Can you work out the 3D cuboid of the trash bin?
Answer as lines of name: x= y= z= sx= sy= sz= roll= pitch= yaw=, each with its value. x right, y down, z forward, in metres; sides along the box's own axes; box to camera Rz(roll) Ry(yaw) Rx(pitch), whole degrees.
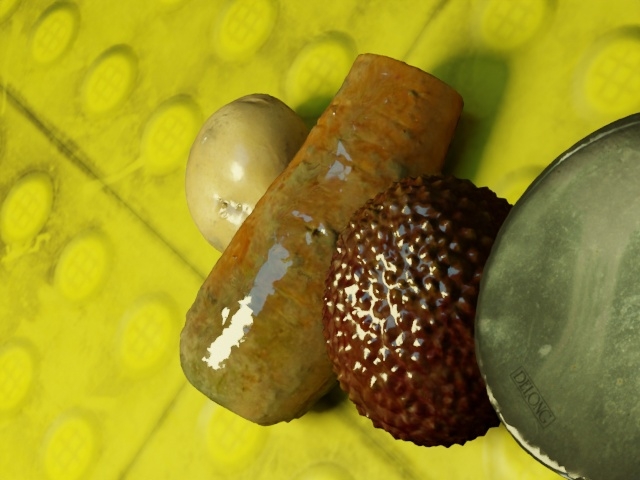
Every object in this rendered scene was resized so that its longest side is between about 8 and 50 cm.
trash bin: x=0.251 y=0.077 z=0.893 sx=0.252 sy=0.301 sz=0.203 roll=-45 pitch=46 yaw=13

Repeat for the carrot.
carrot: x=0.000 y=0.000 z=1.270 sx=0.138 sy=0.138 sz=0.302 roll=23 pitch=87 yaw=45

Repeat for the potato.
potato: x=-0.055 y=-0.056 z=1.363 sx=0.112 sy=0.112 sz=0.147 roll=-8 pitch=75 yaw=39

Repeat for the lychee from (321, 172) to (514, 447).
lychee: x=0.088 y=0.050 z=1.141 sx=0.194 sy=0.194 sz=0.194 roll=-19 pitch=59 yaw=34
